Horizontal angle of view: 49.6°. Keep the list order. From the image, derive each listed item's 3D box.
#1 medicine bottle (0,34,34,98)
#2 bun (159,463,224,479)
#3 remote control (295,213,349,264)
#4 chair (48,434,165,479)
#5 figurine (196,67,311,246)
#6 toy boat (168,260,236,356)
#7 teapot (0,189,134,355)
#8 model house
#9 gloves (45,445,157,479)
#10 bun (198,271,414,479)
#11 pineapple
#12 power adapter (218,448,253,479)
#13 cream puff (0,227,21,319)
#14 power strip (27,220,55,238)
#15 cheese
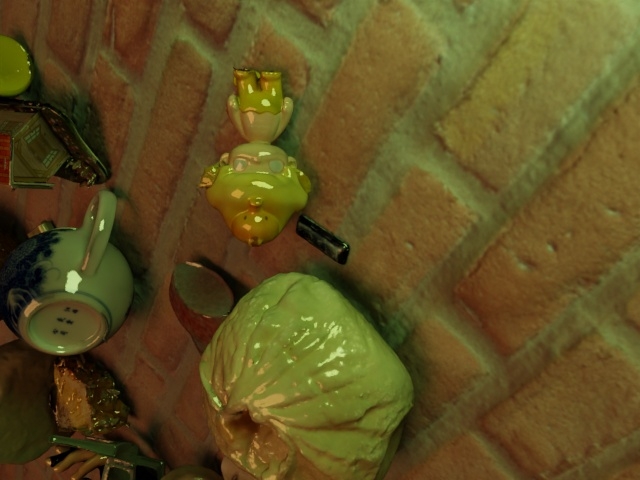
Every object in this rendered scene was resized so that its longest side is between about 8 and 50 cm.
[{"bbox_3d":[-0.666,-0.320,1.378,0.213,0.122,0.121,-9,105,47],"label":"medicine bottle"},{"bbox_3d":[-0.261,0.578,1.476,0.222,0.222,0.127,61,178,-2],"label":"bun"},{"bbox_3d":[0.000,0.000,0.998,0.096,0.014,0.039,36,133,26],"label":"remote control"},{"bbox_3d":[-0.462,0.551,1.561,0.275,0.203,0.190,4,74,11],"label":"chair"},{"bbox_3d":[-0.088,-0.109,0.954,0.157,0.131,0.246,5,105,-2],"label":"figurine"},{"bbox_3d":[-0.200,0.178,1.256,0.206,0.096,0.282,34,145,35],"label":"toy boat"},{"bbox_3d":[-0.501,0.078,1.378,0.424,0.252,0.280,-56,32,25],"label":"teapot"},{"bbox_3d":[-0.574,-0.143,1.297,0.294,0.154,0.207,11,144,29],"label":"model house"},{"bbox_3d":[-0.549,0.594,1.748,0.301,0.152,0.197,19,122,5],"label":"gloves"},{"bbox_3d":[-0.044,0.233,1.013,0.353,0.227,0.348,8,119,43],"label":"bun"},{"bbox_3d":[-0.566,0.385,1.662,0.236,0.115,0.186,43,109,27],"label":"pineapple"},{"bbox_3d":[-0.106,0.420,1.251,0.205,0.125,0.129,2,114,42],"label":"power adapter"},{"bbox_3d":[-0.834,0.065,1.693,0.303,0.212,0.302,32,135,39],"label":"cream puff"},{"bbox_3d":[-0.590,0.081,1.592,0.092,0.034,0.267,-20,97,47],"label":"power strip"},{"bbox_3d":[-0.725,0.397,1.709,0.115,0.318,0.326,18,157,31],"label":"cheese"}]
